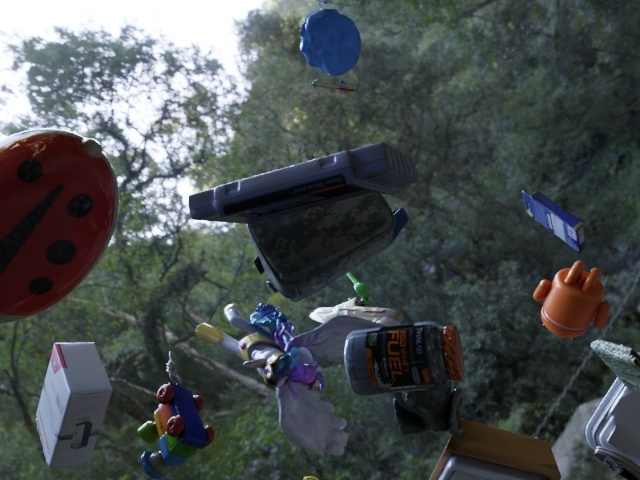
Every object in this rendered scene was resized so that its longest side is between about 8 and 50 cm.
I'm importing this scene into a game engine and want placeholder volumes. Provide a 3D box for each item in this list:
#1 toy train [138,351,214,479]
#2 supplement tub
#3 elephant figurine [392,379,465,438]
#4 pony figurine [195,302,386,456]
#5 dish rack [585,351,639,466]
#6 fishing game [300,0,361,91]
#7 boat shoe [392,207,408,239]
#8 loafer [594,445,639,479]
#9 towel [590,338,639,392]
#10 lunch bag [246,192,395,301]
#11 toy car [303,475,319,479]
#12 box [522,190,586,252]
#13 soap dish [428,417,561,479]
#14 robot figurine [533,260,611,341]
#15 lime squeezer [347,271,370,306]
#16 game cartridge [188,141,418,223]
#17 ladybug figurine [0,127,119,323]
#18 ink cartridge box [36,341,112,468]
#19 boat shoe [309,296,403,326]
[{"bbox_3d":[-0.334,0.372,1.333,0.143,0.248,0.105,-46,-48,8],"label":"toy train"},{"bbox_3d":[0.146,0.203,1.079,0.117,0.190,0.117,-11,-90,-71],"label":"supplement tub"},{"bbox_3d":[0.231,0.329,1.255,0.186,0.169,0.239,-30,-68,-19],"label":"elephant figurine"},{"bbox_3d":[-0.062,0.257,1.320,0.351,0.363,0.303,25,-92,-29],"label":"pony figurine"},{"bbox_3d":[0.819,0.447,1.425,0.286,0.333,0.072,-62,-21,9],"label":"dish rack"},{"bbox_3d":[0.028,-0.546,1.719,0.041,0.189,0.264,-50,-36,-50],"label":"fishing game"},{"bbox_3d":[0.222,-0.031,2.196,0.258,0.089,0.109,-28,-83,-47],"label":"boat shoe"},{"bbox_3d":[0.591,0.445,1.204,0.039,0.125,0.045,-52,-29,-27],"label":"loafer"},{"bbox_3d":[0.487,0.204,0.974,0.027,0.110,0.148,-44,-1,0],"label":"towel"},{"bbox_3d":[0.000,0.000,1.393,0.305,0.212,0.256,-31,-20,-7],"label":"lunch bag"},{"bbox_3d":[0.054,0.680,1.504,0.053,0.239,0.225,-23,-6,-26],"label":"toy car"},{"bbox_3d":[0.723,-0.068,1.928,0.036,0.225,0.136,-40,-40,-3],"label":"box"},{"bbox_3d":[0.368,0.500,1.357,0.291,0.229,0.118,88,-164,-55],"label":"soap dish"},{"bbox_3d":[0.649,0.160,1.613,0.128,0.158,0.219,-97,12,-55],"label":"robot figurine"},{"bbox_3d":[0.099,0.195,1.912,0.059,0.110,0.310,47,-139,-56],"label":"lime squeezer"},{"bbox_3d":[-0.025,-0.087,1.087,0.230,0.355,0.068,-11,-92,-70],"label":"game cartridge"},{"bbox_3d":[-0.571,-0.016,1.184,0.305,0.162,0.449,36,-82,-20],"label":"ladybug figurine"},{"bbox_3d":[-0.531,0.350,1.332,0.092,0.158,0.218,6,-60,-39],"label":"ink cartridge box"},{"bbox_3d":[0.092,0.203,1.614,0.109,0.302,0.098,36,-110,-34],"label":"boat shoe"}]
